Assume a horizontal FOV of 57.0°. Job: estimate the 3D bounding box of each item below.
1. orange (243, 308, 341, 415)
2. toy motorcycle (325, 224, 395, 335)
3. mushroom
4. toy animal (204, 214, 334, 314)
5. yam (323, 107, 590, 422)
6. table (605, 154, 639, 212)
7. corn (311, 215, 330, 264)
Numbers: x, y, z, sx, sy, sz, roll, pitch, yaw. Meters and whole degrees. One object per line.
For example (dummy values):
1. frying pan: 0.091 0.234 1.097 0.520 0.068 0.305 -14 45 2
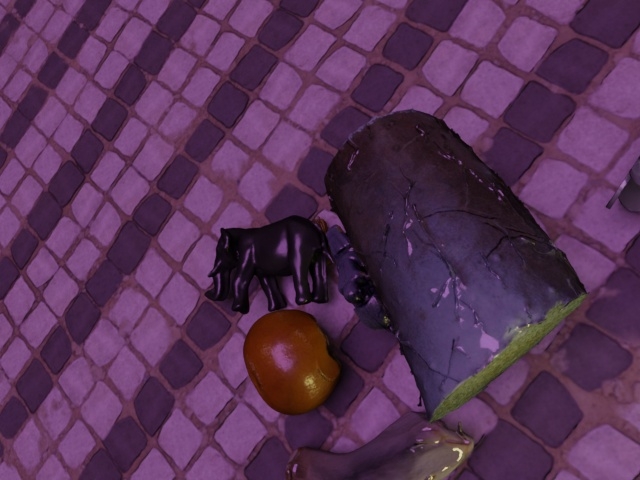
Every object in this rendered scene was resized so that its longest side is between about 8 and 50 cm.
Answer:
1. orange: -0.039 0.173 0.856 0.134 0.155 0.155 -27 58 -29
2. toy motorcycle: 0.065 0.060 0.840 0.061 0.124 0.193 -39 65 27
3. mushroom: 0.072 0.298 0.796 0.278 0.099 0.096 -25 62 22
4. toy animal: -0.085 0.040 0.934 0.245 0.114 0.146 -11 81 18
5. yam: 0.157 0.018 0.742 0.241 0.241 0.348 -34 61 14
6. table: 0.464 -0.060 0.668 0.198 0.166 0.167 34 93 21
7. corn: 0.000 0.000 0.943 0.028 0.027 0.083 -20 70 38
